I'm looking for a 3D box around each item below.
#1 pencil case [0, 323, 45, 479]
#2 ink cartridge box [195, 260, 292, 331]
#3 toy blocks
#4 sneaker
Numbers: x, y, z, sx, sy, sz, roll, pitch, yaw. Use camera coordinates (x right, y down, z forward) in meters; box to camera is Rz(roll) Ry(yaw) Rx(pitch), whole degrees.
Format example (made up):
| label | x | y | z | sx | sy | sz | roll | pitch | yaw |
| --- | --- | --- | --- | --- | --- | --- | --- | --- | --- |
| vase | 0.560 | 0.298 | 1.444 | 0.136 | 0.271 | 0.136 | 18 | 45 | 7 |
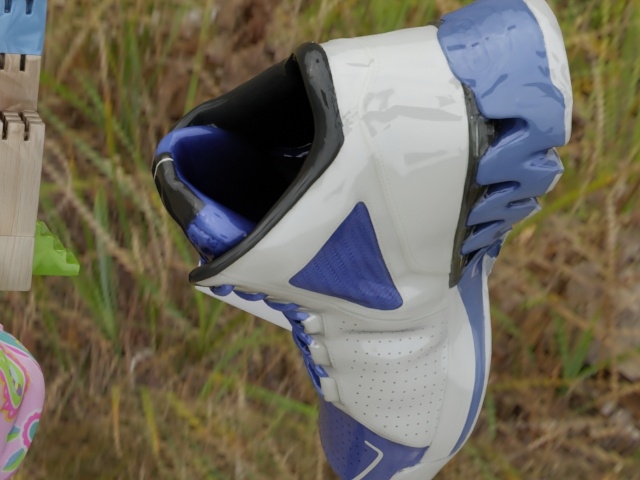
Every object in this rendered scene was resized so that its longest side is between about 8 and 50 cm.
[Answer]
| label | x | y | z | sx | sy | sz | roll | pitch | yaw |
| --- | --- | --- | --- | --- | --- | --- | --- | --- | --- |
| pencil case | -0.272 | 0.078 | 1.258 | 0.124 | 0.284 | 0.124 | -4 | 73 | 15 |
| ink cartridge box | 0.023 | -0.004 | 1.434 | 0.153 | 0.087 | 0.208 | 23 | 24 | 15 |
| toy blocks | -0.374 | -0.101 | 1.622 | 0.381 | 0.191 | 0.261 | 2 | 106 | -18 |
| sneaker | 0.000 | -0.001 | 1.028 | 0.182 | 0.315 | 0.127 | -4 | 48 | -16 |
